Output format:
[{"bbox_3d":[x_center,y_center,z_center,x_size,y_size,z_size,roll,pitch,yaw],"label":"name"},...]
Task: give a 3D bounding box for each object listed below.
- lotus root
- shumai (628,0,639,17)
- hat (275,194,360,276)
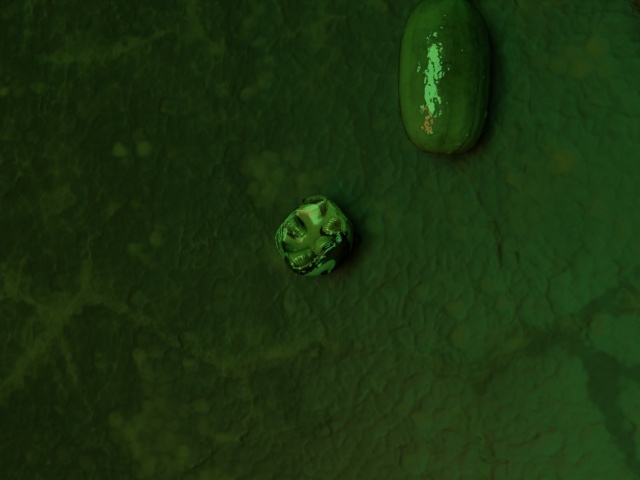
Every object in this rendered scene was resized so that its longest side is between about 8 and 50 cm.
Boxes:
[{"bbox_3d":[0.123,-0.175,1.144,0.077,0.090,0.183,-4,81,64],"label":"lotus root"},{"bbox_3d":[0.402,-0.210,0.962,0.222,0.225,0.261,-41,70,8],"label":"shumai"},{"bbox_3d":[0.000,0.000,1.200,0.077,0.059,0.076,-45,54,8],"label":"hat"}]
